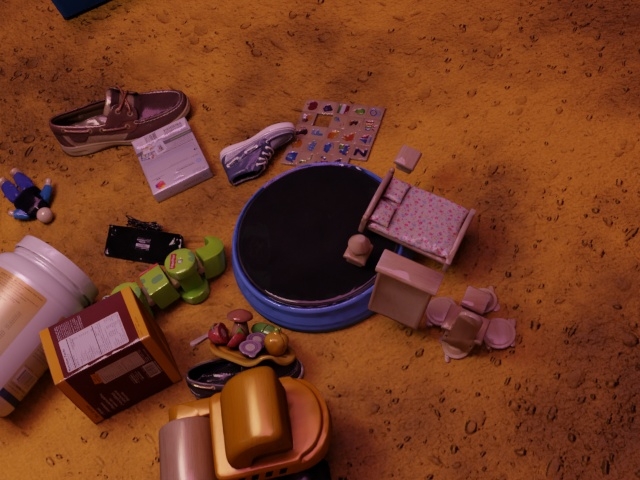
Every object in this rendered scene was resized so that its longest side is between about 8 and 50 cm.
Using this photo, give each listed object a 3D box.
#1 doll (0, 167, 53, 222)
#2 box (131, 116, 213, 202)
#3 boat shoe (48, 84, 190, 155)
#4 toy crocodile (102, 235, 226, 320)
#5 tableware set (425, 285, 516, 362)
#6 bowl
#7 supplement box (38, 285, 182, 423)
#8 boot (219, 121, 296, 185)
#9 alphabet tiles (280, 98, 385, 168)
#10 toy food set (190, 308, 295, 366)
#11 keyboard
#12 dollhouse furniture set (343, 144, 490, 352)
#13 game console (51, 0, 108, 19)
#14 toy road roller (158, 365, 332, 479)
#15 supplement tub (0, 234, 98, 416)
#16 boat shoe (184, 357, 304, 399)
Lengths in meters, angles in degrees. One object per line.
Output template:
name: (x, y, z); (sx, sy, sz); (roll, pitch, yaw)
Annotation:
doll: (-0.693, -0.104, 2.078); (0.129, 0.046, 0.189); (-40, 57, -13)
box: (-0.351, -0.192, 2.058); (0.145, 0.038, 0.186); (-27, 54, -4)
boat shoe: (-0.490, -0.308, 2.117); (0.342, 0.123, 0.123); (-14, 55, 5)
toy crocodile: (-0.343, 0.101, 1.814); (0.340, 0.115, 0.105); (-32, 50, -11)
tableware set: (0.288, 0.158, 1.677); (0.168, 0.020, 0.141); (-15, 57, 2)
bowl: (0.000, 0.000, 1.813); (0.391, 0.077, 0.391); (-6, 57, 9)
supplement box: (-0.405, 0.226, 1.695); (0.194, 0.191, 0.129); (-27, 55, -6)
boot: (-0.134, -0.195, 1.997); (0.190, 0.069, 0.086); (-25, 61, 6)
alphabet tiles: (0.024, -0.226, 2.007); (0.198, 0.009, 0.237); (10, 60, 19)
toy food set: (-0.146, 0.179, 1.681); (0.217, 0.071, 0.128); (14, 18, 32)
keyboard: (-0.387, 0.002, 1.949); (0.192, 0.038, 0.100); (9, 82, 18)
dollhouse furniture set: (0.231, -0.022, 1.653); (0.303, 0.174, 0.356); (25, 64, 8)
game console: (-0.624, -0.759, 2.433); (0.293, 0.250, 0.173); (-26, 81, -4)
toy road roller: (-0.143, 0.341, 1.523); (0.329, 0.241, 0.203); (-14, 54, 4)
supplement tub: (-0.624, 0.168, 1.766); (0.228, 0.228, 0.316); (25, 65, 27)
boat shoe: (-0.147, 0.260, 1.685); (0.227, 0.069, 0.081); (-12, 54, 6)
